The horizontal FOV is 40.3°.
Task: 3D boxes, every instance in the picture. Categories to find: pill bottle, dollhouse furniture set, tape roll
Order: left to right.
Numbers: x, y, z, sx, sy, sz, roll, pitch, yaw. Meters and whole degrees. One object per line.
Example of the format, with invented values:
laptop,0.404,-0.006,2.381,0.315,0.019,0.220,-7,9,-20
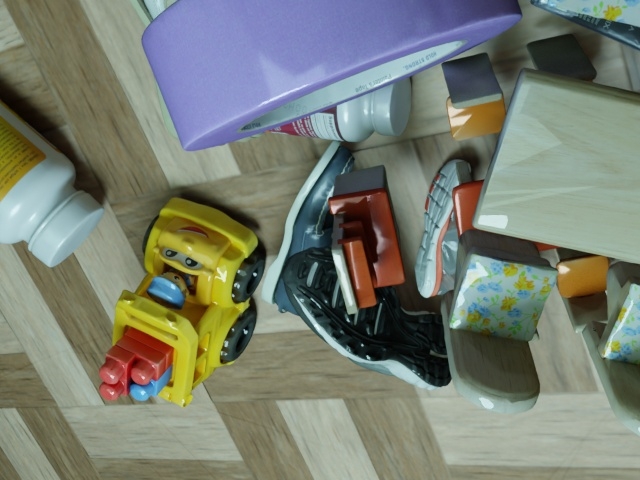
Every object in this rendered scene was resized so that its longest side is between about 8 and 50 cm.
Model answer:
pill bottle,-0.397,-0.083,1.090,0.245,0.136,0.136,41,131,-1
pill bottle,0.008,-0.143,0.861,0.152,0.086,0.086,9,124,23
tape roll,0.008,-0.157,0.667,0.275,0.275,0.090,-19,94,36
dollhouse furniture set,0.144,-0.018,0.783,0.259,0.135,0.262,-11,120,8
dollhouse furniture set,0.312,-0.007,0.579,0.394,0.256,0.362,12,117,-3

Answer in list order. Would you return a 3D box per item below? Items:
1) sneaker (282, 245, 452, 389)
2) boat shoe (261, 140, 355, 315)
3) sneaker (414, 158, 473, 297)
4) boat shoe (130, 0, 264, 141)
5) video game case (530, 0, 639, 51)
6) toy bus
sneaker,0.042,0.091,0.935,0.108,0.100,0.271,-1,153,40
boat shoe,0.000,0.000,0.955,0.079,0.095,0.254,31,132,10
sneaker,0.143,-0.012,0.907,0.065,0.061,0.158,4,122,-11
boat shoe,-0.117,-0.232,0.863,0.103,0.113,0.302,9,135,22
video game case,0.328,-0.219,0.675,0.274,0.026,0.196,27,130,10
toy bus,-0.182,0.091,1.042,0.149,0.211,0.220,24,128,15
